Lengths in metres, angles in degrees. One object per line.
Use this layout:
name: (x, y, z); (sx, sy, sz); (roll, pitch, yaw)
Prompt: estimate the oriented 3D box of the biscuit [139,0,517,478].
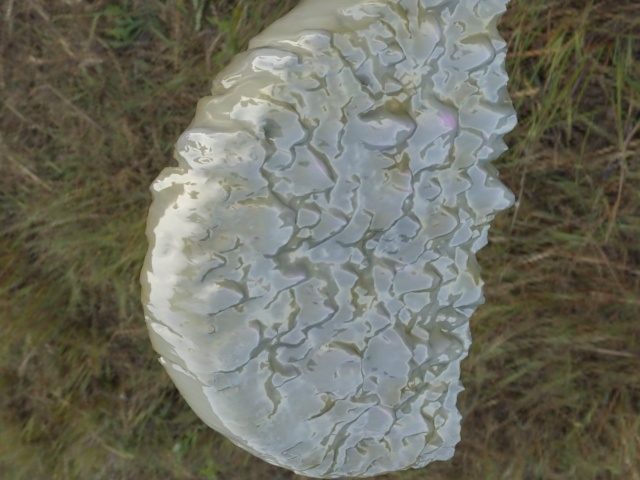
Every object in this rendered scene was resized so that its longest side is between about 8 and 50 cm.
biscuit: (0.000, 0.000, 0.450); (0.084, 0.179, 0.281); (39, 129, 53)
